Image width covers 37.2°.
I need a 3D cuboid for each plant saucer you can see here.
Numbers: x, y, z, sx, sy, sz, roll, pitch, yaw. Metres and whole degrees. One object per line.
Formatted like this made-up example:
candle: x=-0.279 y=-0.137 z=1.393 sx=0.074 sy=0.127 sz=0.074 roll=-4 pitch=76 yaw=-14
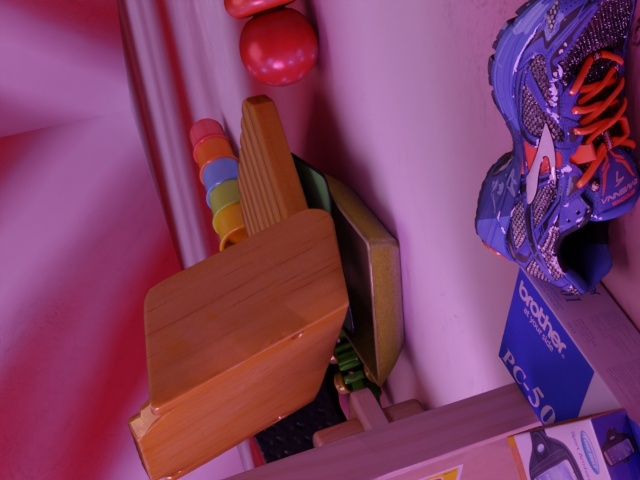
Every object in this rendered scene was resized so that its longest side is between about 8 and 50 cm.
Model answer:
plant saucer: x=0.045 y=0.033 z=1.058 sx=0.188 sy=0.045 sz=0.188 roll=-125 pitch=24 yaw=-55

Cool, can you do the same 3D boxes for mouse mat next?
mouse mat: x=0.000 y=0.000 z=1.090 sx=0.152 sy=0.007 sz=0.190 roll=-138 pitch=36 yaw=-66

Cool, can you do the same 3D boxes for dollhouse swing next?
dollhouse swing: x=-0.135 y=0.055 z=1.128 sx=0.305 sy=0.315 sz=0.347 roll=57 pitch=162 yaw=18

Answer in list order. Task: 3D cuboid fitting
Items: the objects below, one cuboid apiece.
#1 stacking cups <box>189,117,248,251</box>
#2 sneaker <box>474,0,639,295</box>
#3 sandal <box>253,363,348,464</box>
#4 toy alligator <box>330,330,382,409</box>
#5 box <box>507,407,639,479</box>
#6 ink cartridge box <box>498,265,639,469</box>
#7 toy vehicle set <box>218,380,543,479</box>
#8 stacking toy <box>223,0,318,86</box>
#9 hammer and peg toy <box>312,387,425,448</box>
stacking cups: x=-0.163 y=-0.095 z=1.678 sx=0.316 sy=0.096 sz=0.096 roll=-113 pitch=16 yaw=-44
sneaker: x=0.147 y=-0.056 z=0.534 sx=0.087 sy=0.083 sz=0.221 roll=47 pitch=157 yaw=36
sandal: x=-0.035 y=0.240 z=1.363 sx=0.107 sy=0.167 sz=0.446 roll=57 pitch=-171 yaw=-53
toy alligator: x=0.054 y=0.172 z=1.166 sx=0.051 sy=0.056 sz=0.190 roll=3 pitch=-115 yaw=-60
box: x=0.160 y=0.147 z=0.568 sx=0.136 sy=0.028 sz=0.081 roll=121 pitch=133 yaw=-71
ink cartridge box: x=0.184 y=0.113 z=0.592 sx=0.097 sy=0.046 sz=0.207 roll=91 pitch=159 yaw=-45
toy vehicle set: x=0.060 y=0.190 z=0.704 sx=0.166 sy=0.266 sz=0.035 roll=93 pitch=157 yaw=-48
stacking toy: x=-0.085 y=-0.329 z=1.039 sx=0.141 sy=0.141 sz=0.330 roll=-161 pitch=53 yaw=-73
hammer and peg toy: x=0.108 y=0.356 z=0.979 sx=0.266 sy=0.127 sz=0.361 roll=91 pitch=158 yaw=-44
